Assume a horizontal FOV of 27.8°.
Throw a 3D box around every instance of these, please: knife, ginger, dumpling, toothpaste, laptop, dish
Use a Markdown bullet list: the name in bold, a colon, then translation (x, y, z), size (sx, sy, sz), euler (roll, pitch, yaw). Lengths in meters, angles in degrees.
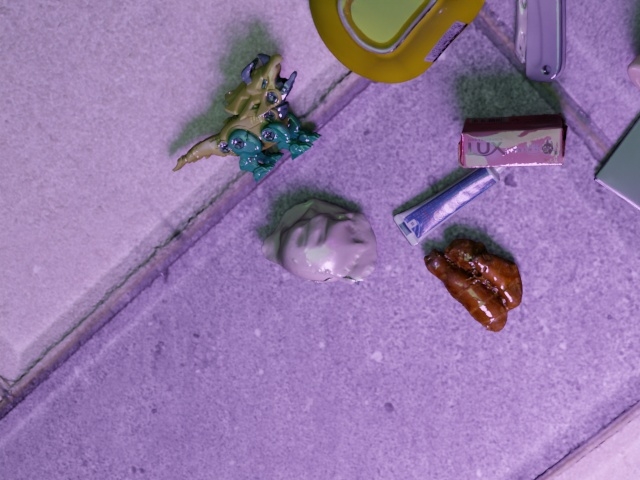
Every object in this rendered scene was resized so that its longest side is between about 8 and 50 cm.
- **knife**: translation (0.314, -0.358, 1.845), size (0.073, 0.040, 0.265), euler (3, 106, 20)
- **ginger**: translation (0.239, 0.057, 1.950), size (0.162, 0.073, 0.103), euler (42, 106, -2)
- **dumpling**: translation (0.000, 0.000, 1.966), size (0.188, 0.108, 0.127), euler (10, 83, 24)
- **toothpaste**: translation (0.200, -0.065, 1.945), size (0.197, 0.035, 0.057), euler (-35, 91, 19)
- **laptop**: translation (0.510, -0.091, 1.898), size (0.180, 0.016, 0.129), euler (35, 107, 0)
- **dish**: translation (0.108, -0.345, 1.847), size (0.262, 0.108, 0.221), euler (-37, 97, 16)

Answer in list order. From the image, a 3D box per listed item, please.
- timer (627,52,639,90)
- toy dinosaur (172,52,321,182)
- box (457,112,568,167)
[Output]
- **timer**: translation (0.569, -0.296, 1.782), size (0.175, 0.175, 0.266), euler (34, 91, -1)
- **toy dinosaur**: translation (-0.113, -0.156, 1.947), size (0.259, 0.094, 0.153), euler (-40, 96, 24)
- **box**: translation (0.280, -0.144, 1.872), size (0.156, 0.111, 0.060), euler (-3, 105, 12)
